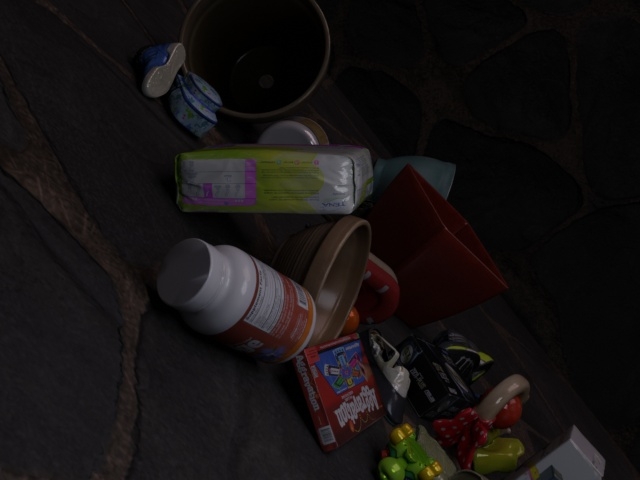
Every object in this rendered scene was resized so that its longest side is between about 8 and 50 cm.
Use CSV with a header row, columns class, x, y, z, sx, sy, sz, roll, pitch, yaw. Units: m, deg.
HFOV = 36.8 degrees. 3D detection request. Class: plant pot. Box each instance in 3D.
class,x,y,z,sx,sy,sz,roll,pitch,yaw
plant pot,0.199,-0.096,2.469,0.196,0.293,0.293,22,16,0
plant pot,0.223,0.036,2.196,0.267,0.236,0.267,40,18,-35
plant pot,-0.016,0.062,1.500,0.110,0.237,0.237,20,7,15
plant pot,-0.136,-0.393,2.155,0.323,0.323,0.280,52,-3,7

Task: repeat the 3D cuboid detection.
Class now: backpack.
class,x,y,z,sx,sy,sz,roll,pitch,yaw
backpack,-0.241,-0.261,1.835,0.105,0.084,0.114,36,22,-39

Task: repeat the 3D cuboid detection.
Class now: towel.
class,x,y,z,sx,sy,sz,roll,pitch,yaw
towel,0.194,0.378,1.640,0.110,0.027,0.148,48,14,-4

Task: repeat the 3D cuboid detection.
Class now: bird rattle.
class,x,y,z,sx,sy,sz,roll,pitch,yaw
bird rattle,0.309,0.330,1.803,0.143,0.207,0.253,37,-5,35

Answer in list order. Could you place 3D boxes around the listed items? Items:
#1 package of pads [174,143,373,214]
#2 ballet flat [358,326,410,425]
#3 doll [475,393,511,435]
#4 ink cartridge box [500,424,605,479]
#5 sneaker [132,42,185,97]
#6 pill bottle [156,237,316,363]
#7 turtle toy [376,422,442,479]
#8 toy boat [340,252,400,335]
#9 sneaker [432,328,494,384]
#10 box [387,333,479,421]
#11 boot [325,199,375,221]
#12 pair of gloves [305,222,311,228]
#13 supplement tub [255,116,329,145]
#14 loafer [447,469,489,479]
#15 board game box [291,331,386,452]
class,x,y,z,sx,sy,sz,roll,pitch,yaw
package of pads,-0.071,-0.105,1.569,0.229,0.296,0.101,-46,137,-77
ballet flat,0.115,0.229,1.693,0.074,0.074,0.203,38,18,-41
doll,0.380,0.389,2.157,0.129,0.046,0.189,40,8,-1
ink cartridge box,0.404,0.441,1.741,0.093,0.212,0.154,52,14,10
sneaker,-0.322,-0.321,1.817,0.058,0.084,0.152,70,32,-43
pill bottle,-0.111,0.079,1.270,0.216,0.121,0.121,34,21,-48
turtle toy,0.125,0.335,1.450,0.095,0.066,0.130,52,14,15
toy boat,0.044,0.101,1.732,0.231,0.151,0.151,35,50,-44
sneaker,0.291,0.258,2.145,0.121,0.111,0.300,45,5,23
box,0.223,0.278,1.886,0.180,0.077,0.147,30,24,-55
boot,0.073,-0.078,2.294,0.219,0.106,0.082,41,16,-33
pair of gloves,0.000,0.000,2.062,0.083,0.010,0.074,35,22,-40
supplement tub,-0.058,-0.198,2.116,0.144,0.144,0.200,50,13,-2
loafer,0.219,0.422,1.443,0.092,0.102,0.268,50,15,-15
board game box,0.033,0.222,1.459,0.145,0.027,0.281,71,17,6
